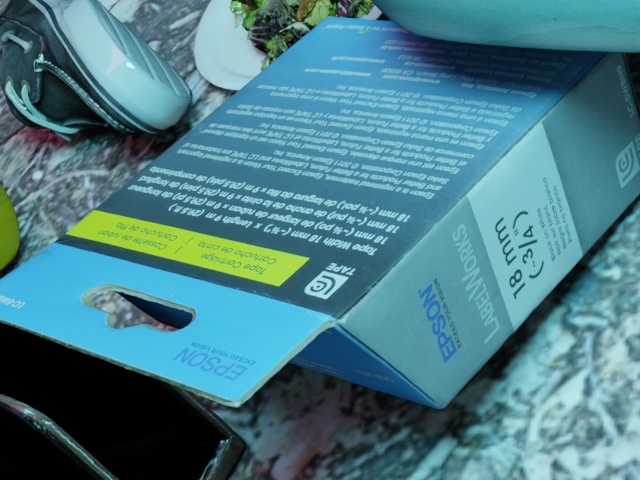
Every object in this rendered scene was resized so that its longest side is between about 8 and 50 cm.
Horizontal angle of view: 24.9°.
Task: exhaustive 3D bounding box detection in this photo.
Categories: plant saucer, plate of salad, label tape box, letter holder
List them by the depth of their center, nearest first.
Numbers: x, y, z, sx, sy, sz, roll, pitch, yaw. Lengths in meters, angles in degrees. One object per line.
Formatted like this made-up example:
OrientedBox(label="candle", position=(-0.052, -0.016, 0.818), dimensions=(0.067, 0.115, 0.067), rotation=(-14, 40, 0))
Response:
OrientedBox(label="plant saucer", position=(0.175, -0.139, 0.829), dimensions=(0.317, 0.044, 0.317), rotation=(0, 13, 0))
OrientedBox(label="label tape box", position=(0.000, 0.000, 0.848), dimensions=(0.240, 0.106, 0.333), rotation=(13, 45, 44))
OrientedBox(label="letter holder", position=(-0.241, 0.107, 0.907), dimensions=(0.302, 0.214, 0.152), rotation=(8, 58, 42))
OrientedBox(label="plate of salad", position=(-0.023, -0.202, 1.165), dimensions=(0.200, 0.048, 0.200), rotation=(-20, 43, 20))

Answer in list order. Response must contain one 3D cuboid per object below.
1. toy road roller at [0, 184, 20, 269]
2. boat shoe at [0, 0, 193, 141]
OrientedBox(label="toy road roller", position=(-0.412, -0.024, 1.075), dimensions=(0.202, 0.241, 0.329), rotation=(6, 31, 38))
OrientedBox(label="boat shoe", position=(-0.204, -0.138, 1.208), dimensions=(0.119, 0.121, 0.335), rotation=(-48, 29, 1))
